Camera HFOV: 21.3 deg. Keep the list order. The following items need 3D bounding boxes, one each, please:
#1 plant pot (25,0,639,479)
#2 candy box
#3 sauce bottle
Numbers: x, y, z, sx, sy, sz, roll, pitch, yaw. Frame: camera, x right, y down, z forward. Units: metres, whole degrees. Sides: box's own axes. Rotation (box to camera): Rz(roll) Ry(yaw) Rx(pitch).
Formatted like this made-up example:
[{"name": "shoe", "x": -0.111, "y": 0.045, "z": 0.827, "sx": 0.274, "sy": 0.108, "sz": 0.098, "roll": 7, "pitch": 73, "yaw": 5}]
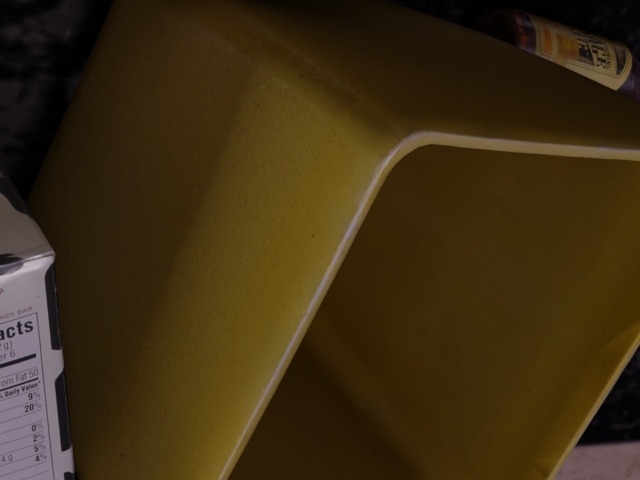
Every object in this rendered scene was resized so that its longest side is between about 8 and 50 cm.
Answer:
[{"name": "plant pot", "x": 0.000, "y": 0.000, "z": 0.684, "sx": 0.212, "sy": 0.187, "sz": 0.212, "roll": 1, "pitch": 125, "yaw": -46}, {"name": "candy box", "x": -0.155, "y": 0.059, "z": 0.672, "sx": 0.071, "sy": 0.159, "sz": 0.233, "roll": -16, "pitch": 131, "yaw": -22}, {"name": "sauce bottle", "x": 0.127, "y": -0.081, "z": 0.817, "sx": 0.128, "sy": 0.042, "sz": 0.042, "roll": 8, "pitch": 120, "yaw": -39}]
